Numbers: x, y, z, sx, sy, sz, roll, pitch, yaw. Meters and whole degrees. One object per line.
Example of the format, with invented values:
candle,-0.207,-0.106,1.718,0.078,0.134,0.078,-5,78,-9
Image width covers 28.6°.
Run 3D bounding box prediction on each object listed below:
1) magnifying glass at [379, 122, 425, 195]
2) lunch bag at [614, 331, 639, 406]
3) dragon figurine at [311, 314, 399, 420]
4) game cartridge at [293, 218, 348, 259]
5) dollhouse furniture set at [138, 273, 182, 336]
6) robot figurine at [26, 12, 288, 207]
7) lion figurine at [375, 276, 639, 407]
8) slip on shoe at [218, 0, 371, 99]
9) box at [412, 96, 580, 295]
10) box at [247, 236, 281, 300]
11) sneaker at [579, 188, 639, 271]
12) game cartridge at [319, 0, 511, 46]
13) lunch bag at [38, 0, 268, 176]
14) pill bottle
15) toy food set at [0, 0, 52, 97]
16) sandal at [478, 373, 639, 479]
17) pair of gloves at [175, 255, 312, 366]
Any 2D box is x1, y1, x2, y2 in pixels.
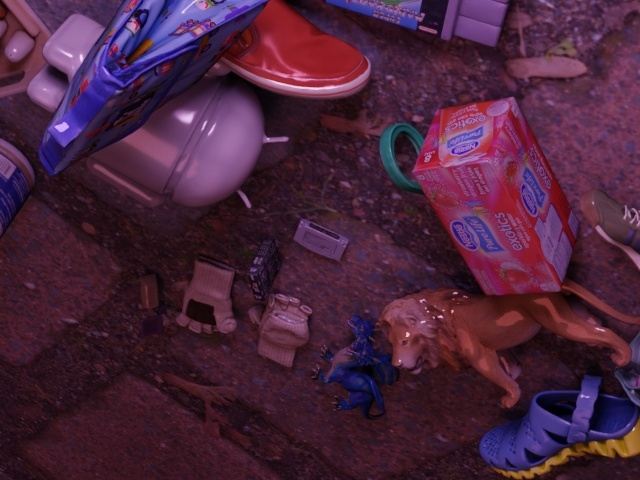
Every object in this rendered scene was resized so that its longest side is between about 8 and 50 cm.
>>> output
magnifying glass,0.159,-0.080,1.769,0.026,0.092,0.231,-18,136,39
lunch bag,0.573,0.204,1.813,0.223,0.160,0.262,26,155,-7
dragon figurine,0.083,0.247,2.196,0.144,0.085,0.289,-4,133,34
game cartridge,0.000,0.000,2.003,0.083,0.017,0.056,25,140,0
dollhouse furniture set,-0.300,0.100,2.300,0.081,0.091,0.114,43,140,53
robot figurine,-0.227,-0.177,1.761,0.353,0.200,0.300,28,130,-5
lion figurine,0.289,0.120,1.912,0.392,0.142,0.240,-32,109,33
slip on shoe,-0.084,-0.283,1.629,0.331,0.123,0.101,28,140,4
box,0.242,-0.055,1.705,0.122,0.128,0.257,-6,134,35
box,-0.091,0.047,2.053,0.018,0.083,0.067,8,140,20
sneaker,0.443,-0.016,1.700,0.192,0.064,0.086,42,133,-21
game cartridge,0.066,-0.366,1.489,0.355,0.068,0.230,19,139,8
lunch bag,-0.225,-0.209,1.480,0.138,0.293,0.221,44,142,-7
pill bottle,-0.599,-0.041,2.083,0.153,0.265,0.153,16,142,13
toy food set,-0.553,-0.332,1.848,0.219,0.092,0.306,-8,131,36
sandal,0.388,0.298,2.069,0.317,0.126,0.138,-25,118,36
pair of gloves,-0.133,0.136,2.222,0.240,0.042,0.204,25,143,-2
